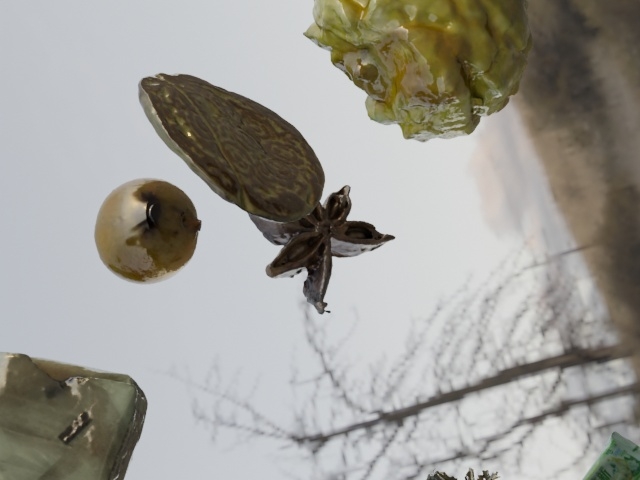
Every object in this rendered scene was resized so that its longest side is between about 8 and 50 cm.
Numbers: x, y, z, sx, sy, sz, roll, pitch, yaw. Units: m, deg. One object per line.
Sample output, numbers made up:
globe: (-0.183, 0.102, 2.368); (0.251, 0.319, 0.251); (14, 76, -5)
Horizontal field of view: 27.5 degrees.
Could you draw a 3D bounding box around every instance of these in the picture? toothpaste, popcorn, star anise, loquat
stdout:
toothpaste: (0.312, 0.343, 1.579); (0.297, 0.074, 0.048); (-42, -31, -32)
popcorn: (0.101, -0.222, 1.379); (0.249, 0.225, 0.249); (10, -109, -33)
star anise: (-0.014, -0.010, 1.631); (0.172, 0.063, 0.208); (42, -135, 2)
loquat: (-0.243, -0.013, 1.825); (0.137, 0.163, 0.163); (10, -116, -66)

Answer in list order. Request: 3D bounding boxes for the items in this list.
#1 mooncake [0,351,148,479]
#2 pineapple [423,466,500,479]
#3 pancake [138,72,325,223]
mooncake: (-0.400, 0.300, 1.926); (0.136, 0.250, 0.254); (74, -150, -69)
pineapple: (0.253, 0.474, 1.875); (0.361, 0.175, 0.175); (-106, -10, -53)
pancake: (-0.096, -0.112, 1.502); (0.250, 0.031, 0.250); (29, -154, -16)
